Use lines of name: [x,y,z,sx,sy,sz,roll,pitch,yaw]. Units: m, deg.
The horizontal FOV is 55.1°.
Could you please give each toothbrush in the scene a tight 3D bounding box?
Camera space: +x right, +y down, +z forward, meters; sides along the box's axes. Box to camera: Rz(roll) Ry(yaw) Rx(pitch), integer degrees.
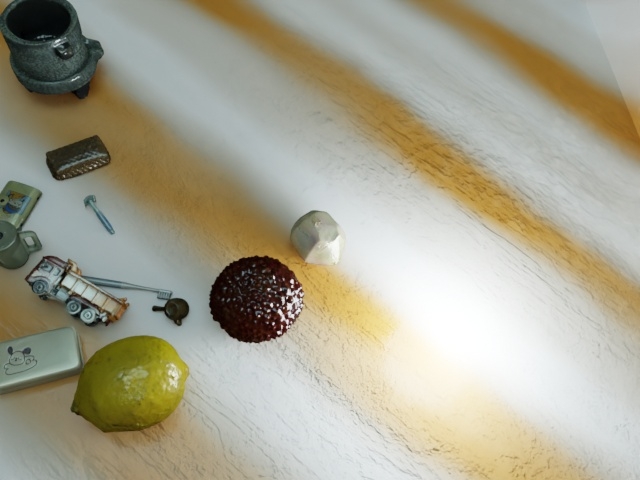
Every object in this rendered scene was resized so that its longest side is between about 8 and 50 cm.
toothbrush: [-0.617,0.135,1.841,0.342,0.025,0.030,12,68,-5]

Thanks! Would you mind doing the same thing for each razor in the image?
razor: [-0.689,-0.075,1.922,0.040,0.068,0.135,-35,85,-21]

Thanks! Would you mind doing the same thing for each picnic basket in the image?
picnic basket: [-0.791,-0.272,1.996,0.193,0.055,0.110,-26,71,-18]

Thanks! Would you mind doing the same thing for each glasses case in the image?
glasses case: [-0.819,0.336,1.679,0.313,0.070,0.131,-12,67,-16]

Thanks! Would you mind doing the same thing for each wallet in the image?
wallet: [-0.950,-0.107,1.894,0.110,0.039,0.155,19,61,-2]

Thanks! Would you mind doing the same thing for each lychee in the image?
lychee: [-0.179,0.173,1.780,0.264,0.300,0.264,-17,59,31]

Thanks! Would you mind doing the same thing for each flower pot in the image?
flower pot: [-0.877,-0.630,2.035,0.299,0.283,0.299,4,60,-7]

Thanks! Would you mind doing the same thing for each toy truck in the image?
toy truck: [-0.694,0.147,1.756,0.270,0.114,0.135,31,69,-3]

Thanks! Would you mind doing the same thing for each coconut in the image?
coconut: [0.000,0.000,1.935,0.171,0.171,0.183,-30,64,-22]

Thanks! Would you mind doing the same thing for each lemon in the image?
lemon: [-0.500,0.377,1.613,0.310,0.253,0.253,-16,68,-18]

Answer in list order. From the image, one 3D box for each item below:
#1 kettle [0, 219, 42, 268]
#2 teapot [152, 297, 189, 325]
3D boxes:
kettle: [-0.904,0.008,1.784,0.098,0.148,0.127,31,64,8]
teapot: [-0.448,0.211,1.812,0.110,0.080,0.085,0,84,5]
